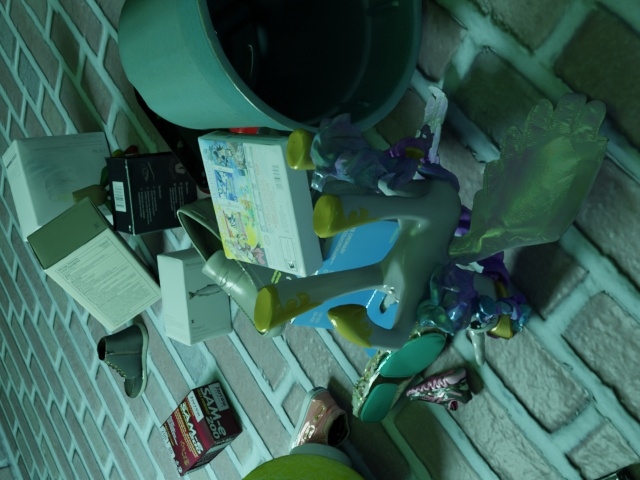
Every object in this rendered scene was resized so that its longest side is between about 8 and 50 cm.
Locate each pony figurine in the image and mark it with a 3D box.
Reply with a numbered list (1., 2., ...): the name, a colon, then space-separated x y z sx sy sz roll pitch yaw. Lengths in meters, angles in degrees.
1. pony figurine: 0.128 -0.025 0.872 0.303 0.363 0.351 17 97 56

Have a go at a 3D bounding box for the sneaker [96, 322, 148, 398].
1. sneaker: -0.513 0.317 1.890 0.083 0.118 0.222 32 123 42

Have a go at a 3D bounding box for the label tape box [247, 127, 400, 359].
1. label tape box: 0.000 0.000 1.172 0.347 0.115 0.249 53 136 30

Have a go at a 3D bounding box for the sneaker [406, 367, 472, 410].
1. sneaker: 0.174 0.225 1.077 0.119 0.047 0.057 -32 86 52

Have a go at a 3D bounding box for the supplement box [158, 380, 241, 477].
1. supplement box: -0.275 0.427 1.662 0.239 0.073 0.130 -50 61 44

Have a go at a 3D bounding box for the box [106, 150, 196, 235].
1. box: -0.347 -0.102 1.536 0.093 0.158 0.156 9 106 48

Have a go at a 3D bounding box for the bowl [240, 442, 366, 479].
1. bowl: -0.014 0.439 1.246 0.289 0.289 0.156 -52 17 44

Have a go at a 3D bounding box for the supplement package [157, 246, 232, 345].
1. supplement package: -0.260 0.111 1.530 0.105 0.105 0.179 10 108 50

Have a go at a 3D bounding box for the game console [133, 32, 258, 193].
1. game console: -0.229 -0.314 1.426 0.386 0.060 0.342 51 129 28

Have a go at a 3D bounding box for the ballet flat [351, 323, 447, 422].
1. ballet flat: 0.106 0.185 1.120 0.241 0.091 0.077 -59 30 37

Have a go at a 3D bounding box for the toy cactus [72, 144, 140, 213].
1. toy cactus: -0.469 -0.110 1.684 0.112 0.181 0.219 131 125 -68

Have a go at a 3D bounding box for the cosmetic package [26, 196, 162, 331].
1. cosmetic package: -0.488 0.061 1.640 0.113 0.160 0.309 49 169 33

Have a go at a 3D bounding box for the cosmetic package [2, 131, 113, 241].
1. cosmetic package: -0.633 -0.135 1.829 0.138 0.224 0.224 -22 82 52

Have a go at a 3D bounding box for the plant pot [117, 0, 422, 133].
1. plant pot: -0.099 -0.297 1.019 0.334 0.341 0.341 2 101 52

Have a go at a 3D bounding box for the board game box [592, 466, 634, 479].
1. board game box: 0.340 0.370 0.919 0.126 0.026 0.186 61 139 19

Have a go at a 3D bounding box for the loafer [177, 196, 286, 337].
1. loafer: -0.170 0.052 1.396 0.319 0.111 0.112 55 137 26

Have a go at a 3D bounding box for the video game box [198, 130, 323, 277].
1. video game box: -0.090 -0.058 1.107 0.187 0.048 0.205 10 120 40

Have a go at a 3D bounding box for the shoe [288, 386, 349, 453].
1. shoe: -0.002 0.352 1.308 0.081 0.063 0.178 38 123 45
